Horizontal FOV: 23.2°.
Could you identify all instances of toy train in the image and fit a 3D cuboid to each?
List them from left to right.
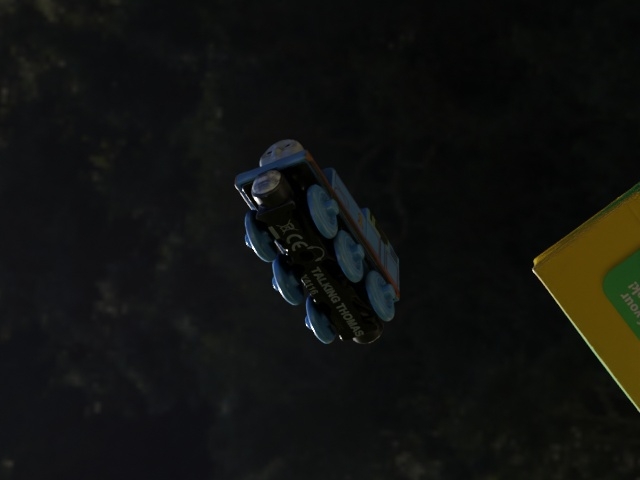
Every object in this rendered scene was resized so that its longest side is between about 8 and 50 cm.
[{"bbox_3d":[0.000,0.000,1.225,0.184,0.080,0.105,55,-158,-35],"label":"toy train"}]

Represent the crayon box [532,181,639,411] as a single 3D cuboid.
[{"bbox_3d":[0.416,0.072,1.351,0.363,0.313,0.106,53,-169,2],"label":"crayon box"}]
